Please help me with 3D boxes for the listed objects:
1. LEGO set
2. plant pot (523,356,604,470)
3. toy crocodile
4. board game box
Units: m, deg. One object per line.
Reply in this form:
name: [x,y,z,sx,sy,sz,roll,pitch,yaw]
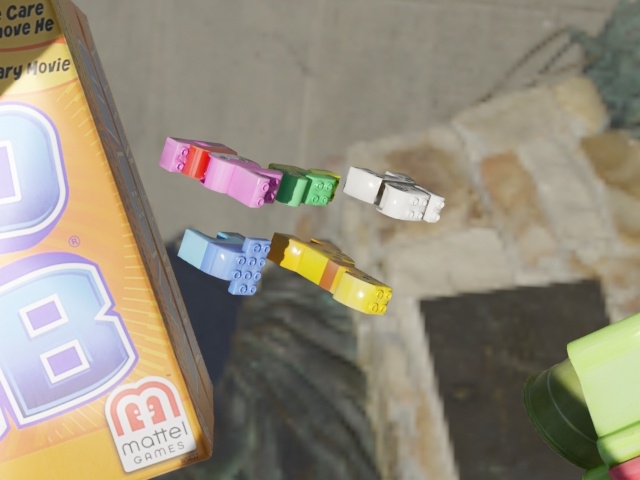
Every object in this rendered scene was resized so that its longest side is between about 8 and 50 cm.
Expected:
LEGO set: [0.000,0.000,1.122,0.093,0.227,0.087,30,107,40]
plant pot: [0.189,0.096,1.131,0.079,0.083,0.083,-51,38,35]
toy crocodile: [0.233,0.207,1.032,0.115,0.105,0.341,-21,79,23]
board game box: [-0.307,0.033,1.358,0.356,0.356,0.357,-131,22,-85]
